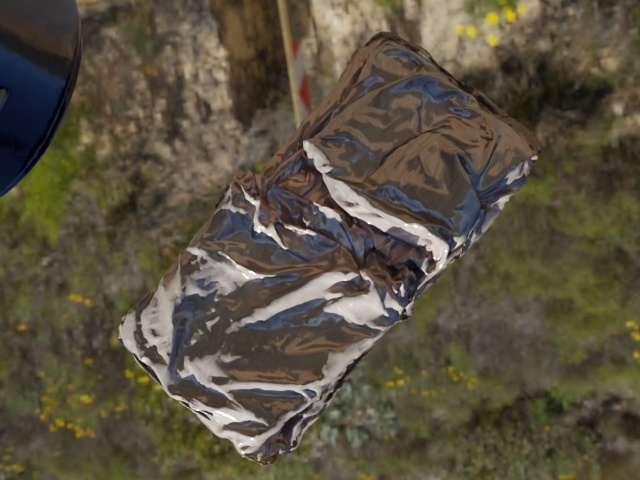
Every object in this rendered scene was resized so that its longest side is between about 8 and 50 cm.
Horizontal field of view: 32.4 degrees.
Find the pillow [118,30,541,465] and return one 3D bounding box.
[{"bbox_3d":[0.000,0.000,0.625,0.248,0.135,0.049,-49,160,2],"label":"pillow"}]

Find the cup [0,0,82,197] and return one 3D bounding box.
[{"bbox_3d":[-0.292,-0.121,0.564,0.255,0.178,0.256,-3,159,34],"label":"cup"}]
